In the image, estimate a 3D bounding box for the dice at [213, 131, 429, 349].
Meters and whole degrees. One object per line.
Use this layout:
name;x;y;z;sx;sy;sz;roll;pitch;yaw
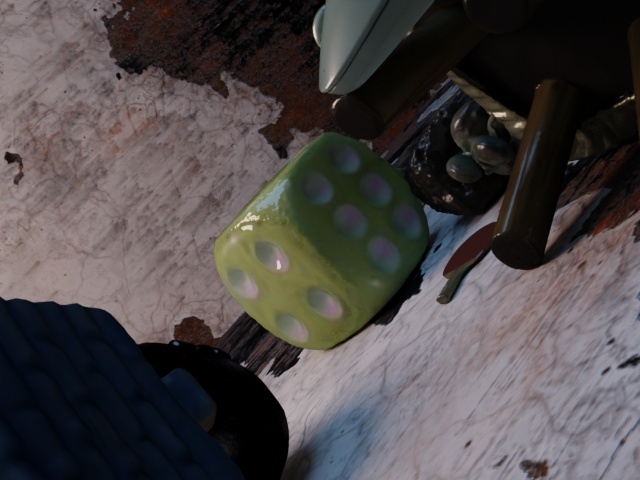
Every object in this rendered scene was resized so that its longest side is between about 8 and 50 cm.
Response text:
dice;0.000;0.000;1.372;0.250;0.252;0.254;-37;12;48

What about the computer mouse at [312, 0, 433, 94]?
computer mouse;0.068;-0.263;0.760;0.288;0.097;0.159;-47;20;26

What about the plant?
plant;0.220;-0.120;1.204;0.146;0.149;0.274;-65;10;-17

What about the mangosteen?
mangosteen;-0.172;0.260;1.022;0.287;0.287;0.233;-44;-3;18

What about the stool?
stool;0.210;-0.162;0.849;0.310;0.310;0.226;-34;20;56

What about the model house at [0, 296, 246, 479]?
model house;-0.174;0.298;0.515;0.400;0.395;0.445;-32;-22;-39

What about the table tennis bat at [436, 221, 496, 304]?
table tennis bat;0.184;0.028;1.102;0.087;0.013;0.156;-36;10;45
